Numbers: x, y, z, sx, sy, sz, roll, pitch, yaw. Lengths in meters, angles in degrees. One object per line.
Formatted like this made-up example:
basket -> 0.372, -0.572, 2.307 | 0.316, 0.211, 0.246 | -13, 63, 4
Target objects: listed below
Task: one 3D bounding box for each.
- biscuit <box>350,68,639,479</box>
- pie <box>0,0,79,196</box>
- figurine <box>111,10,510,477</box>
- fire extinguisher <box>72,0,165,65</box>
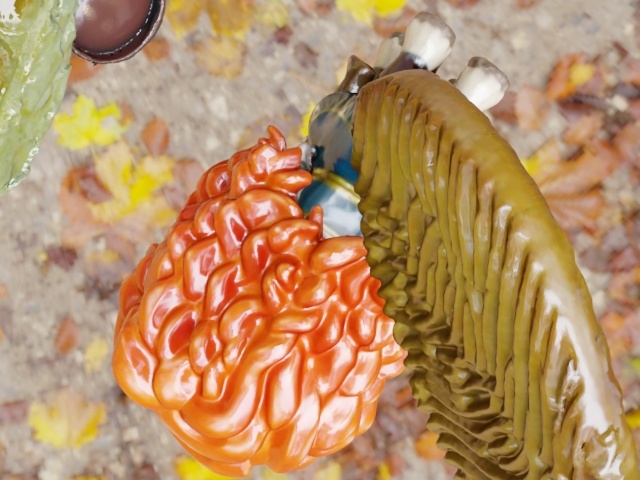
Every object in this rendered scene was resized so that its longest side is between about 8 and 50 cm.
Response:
biscuit -> 0.086, 0.057, 0.831 | 0.040, 0.318, 0.318 | -19, 123, -12
pie -> -0.310, -0.125, 1.065 | 0.306, 0.071, 0.306 | -12, 116, -26
figurine -> 0.001, -0.006, 1.248 | 0.241, 0.412, 0.306 | 44, 141, -21
fire extinguisher -> -0.250, -0.258, 1.298 | 0.105, 0.341, 0.141 | -46, 138, -4
